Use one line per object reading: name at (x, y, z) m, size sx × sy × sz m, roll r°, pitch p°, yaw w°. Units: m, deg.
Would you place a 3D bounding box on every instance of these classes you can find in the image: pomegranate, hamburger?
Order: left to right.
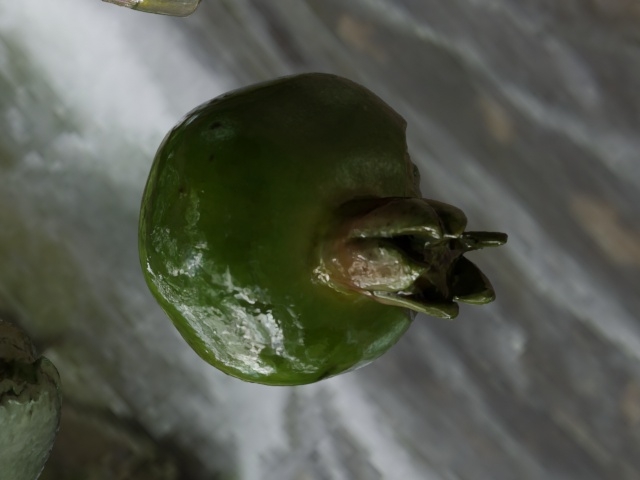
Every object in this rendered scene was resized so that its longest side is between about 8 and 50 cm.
hamburger at (-0.162, 0.088, 0.788) m, size 0.062 × 0.133 × 0.140 m, roll 45°, pitch -176°, yaw 24°
pomegranate at (0.000, 0.000, 1.414) m, size 0.302 × 0.236 × 0.236 m, roll 20°, pitch 144°, yaw 58°

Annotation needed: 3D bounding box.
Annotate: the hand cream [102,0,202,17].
hand cream at (-0.173, -0.189, 1.256) m, size 0.084 × 0.203 × 0.084 m, roll 180°, pitch 90°, yaw -70°
